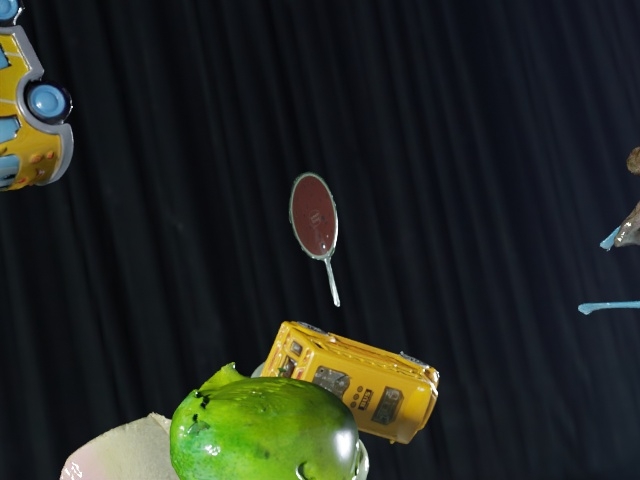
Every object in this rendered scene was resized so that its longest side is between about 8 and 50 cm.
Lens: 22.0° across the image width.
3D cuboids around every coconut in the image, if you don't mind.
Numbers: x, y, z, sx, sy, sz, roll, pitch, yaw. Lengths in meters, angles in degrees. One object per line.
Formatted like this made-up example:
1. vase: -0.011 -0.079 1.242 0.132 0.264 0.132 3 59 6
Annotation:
1. coconut: -0.166 0.341 1.852 0.233 0.245 0.233 -19 -43 -19

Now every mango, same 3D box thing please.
1. mango: -0.041 0.138 1.080 0.119 0.100 0.178 15 1 23

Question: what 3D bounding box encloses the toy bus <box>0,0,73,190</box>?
1. toy bus: -0.332 -0.138 1.550 0.136 0.209 0.126 -24 -8 -32

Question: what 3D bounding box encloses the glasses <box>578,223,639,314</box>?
1. glasses: 0.475 0.034 2.299 0.088 0.189 0.220 33 -33 -19

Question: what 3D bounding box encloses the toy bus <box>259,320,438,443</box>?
1. toy bus: 0.033 0.121 1.341 0.162 0.069 0.074 20 5 -32

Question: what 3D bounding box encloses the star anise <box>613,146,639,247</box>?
1. star anise: 0.476 -0.072 1.872 0.315 0.315 0.108 -16 -42 25

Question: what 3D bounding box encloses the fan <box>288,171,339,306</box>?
1. fan: 0.000 0.000 1.551 0.005 0.133 0.085 -9 12 31

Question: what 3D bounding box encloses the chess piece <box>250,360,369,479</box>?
1. chess piece: -0.027 0.256 2.281 0.133 0.133 0.243 -13 -44 12
